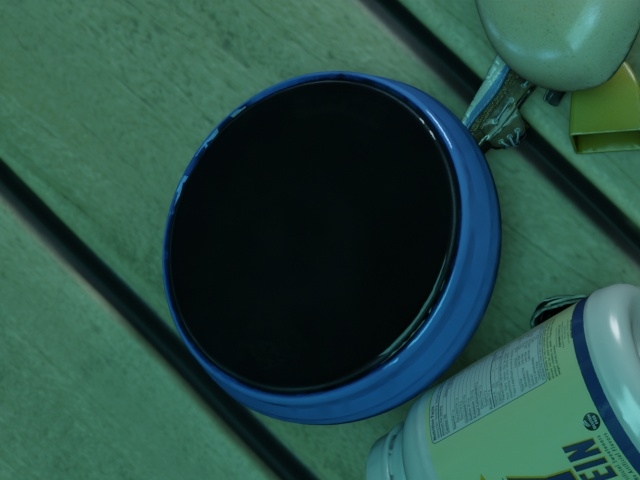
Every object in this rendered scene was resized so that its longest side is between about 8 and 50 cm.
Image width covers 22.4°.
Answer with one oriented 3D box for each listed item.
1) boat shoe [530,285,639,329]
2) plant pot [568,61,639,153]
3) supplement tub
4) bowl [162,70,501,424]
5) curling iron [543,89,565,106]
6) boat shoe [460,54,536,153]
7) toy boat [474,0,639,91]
[{"bbox_3d":[0.333,0.087,1.724,0.219,0.070,0.078,-5,88,13],"label":"boat shoe"},{"bbox_3d":[0.307,-0.145,1.730,0.081,0.081,0.083,-4,78,13],"label":"plant pot"},{"bbox_3d":[0.232,0.215,1.641,0.325,0.235,0.235,-34,82,27],"label":"supplement tub"},{"bbox_3d":[0.000,0.000,1.733,0.391,0.077,0.391,-9,70,26],"label":"bowl"},{"bbox_3d":[0.325,-0.261,1.747,0.068,0.035,0.274,37,97,11],"label":"curling iron"},{"bbox_3d":[0.193,-0.132,1.761,0.066,0.066,0.183,27,95,11],"label":"boat shoe"},{"bbox_3d":[0.308,-0.294,1.671,0.318,0.148,0.267,-30,58,31],"label":"toy boat"}]
